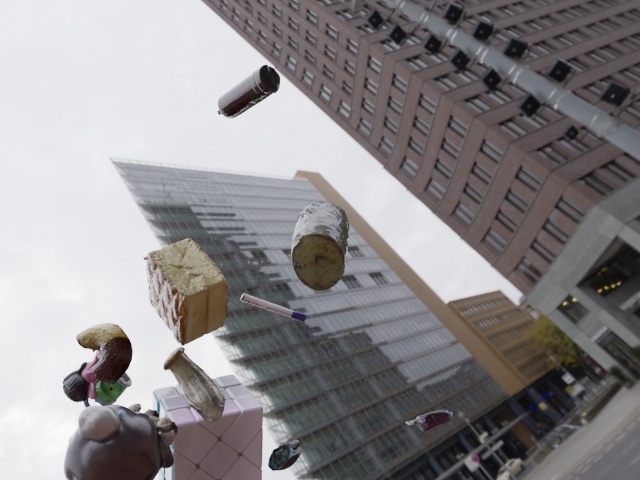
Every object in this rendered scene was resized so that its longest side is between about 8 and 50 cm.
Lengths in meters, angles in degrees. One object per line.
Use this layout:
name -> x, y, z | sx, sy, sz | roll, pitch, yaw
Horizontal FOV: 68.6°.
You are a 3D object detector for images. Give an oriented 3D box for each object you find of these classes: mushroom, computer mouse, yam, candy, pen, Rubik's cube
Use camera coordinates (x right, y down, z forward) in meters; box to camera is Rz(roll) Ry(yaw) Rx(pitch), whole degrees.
mushroom -> -0.363, 0.427, 1.374 | 0.096, 0.247, 0.108 | -48, -17, 16
computer mouse -> -0.116, 0.734, 1.590 | 0.135, 0.079, 0.047 | -36, -55, 3
yam -> 0.000, 0.000, 1.141 | 0.154, 0.154, 0.254 | -55, 8, 23
candy -> 0.307, 0.489, 1.275 | 0.174, 0.043, 0.045 | -5, -29, -23
pen -> -0.176, 0.256, 1.787 | 0.269, 0.033, 0.033 | 23, -63, -20
Rubik's cube -> -0.403, 0.698, 1.654 | 0.318, 0.316, 0.322 | -2, -81, -30

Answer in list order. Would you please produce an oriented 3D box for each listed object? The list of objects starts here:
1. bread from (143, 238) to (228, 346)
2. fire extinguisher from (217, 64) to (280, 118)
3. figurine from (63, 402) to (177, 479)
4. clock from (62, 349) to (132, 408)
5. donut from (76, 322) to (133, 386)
bread -> -0.494, 0.186, 1.739 | 0.207, 0.279, 0.279 | -21, -44, -37
fire extinguisher -> -0.208, -0.392, 1.283 | 0.267, 0.072, 0.089 | -13, 13, 47
figurine -> -0.446, 0.482, 1.148 | 0.206, 0.218, 0.365 | -48, -7, 6
clock -> -0.833, 0.535, 1.741 | 0.195, 0.194, 0.100 | -39, 1, -5
donut -> -0.729, 0.364, 1.584 | 0.141, 0.217, 0.085 | -41, -16, -1
